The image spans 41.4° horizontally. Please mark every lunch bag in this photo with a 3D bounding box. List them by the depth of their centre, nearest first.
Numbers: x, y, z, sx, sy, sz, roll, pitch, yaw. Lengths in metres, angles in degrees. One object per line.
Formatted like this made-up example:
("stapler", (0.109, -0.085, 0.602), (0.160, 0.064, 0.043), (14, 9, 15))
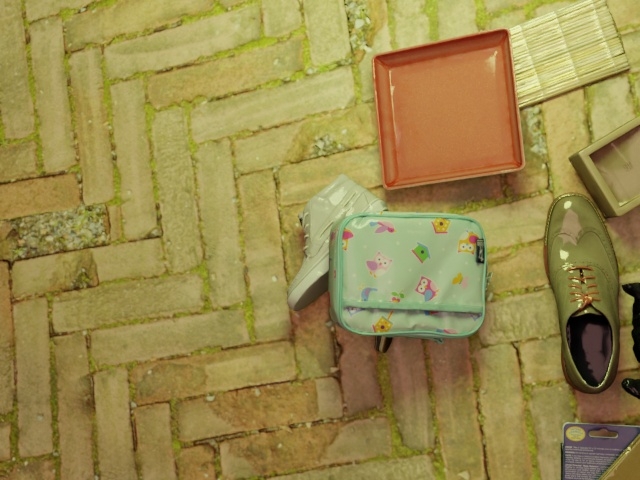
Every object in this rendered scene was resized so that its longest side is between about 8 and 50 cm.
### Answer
("lunch bag", (0.155, 0.065, 1.460), (0.279, 0.108, 0.224), (2, 85, -10))

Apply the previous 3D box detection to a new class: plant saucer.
("plant saucer", (0.230, -0.231, 1.530), (0.259, 0.048, 0.258), (-8, 83, 22))

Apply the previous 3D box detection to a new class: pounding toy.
("pounding toy", (0.561, -0.104, 1.444), (0.181, 0.094, 0.206), (-31, 88, 3))

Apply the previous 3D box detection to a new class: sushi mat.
("sushi mat", (0.386, -0.325, 1.538), (0.317, 0.019, 0.151), (-20, 79, 10))

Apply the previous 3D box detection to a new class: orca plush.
("orca plush", (0.539, 0.209, 1.377), (0.102, 0.151, 0.287), (-19, 79, 3))

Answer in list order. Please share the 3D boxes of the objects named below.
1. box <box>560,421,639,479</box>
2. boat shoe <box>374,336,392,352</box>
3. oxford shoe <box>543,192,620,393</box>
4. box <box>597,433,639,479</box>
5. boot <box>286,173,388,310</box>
("box", (0.476, 0.422, 1.430), (0.136, 0.036, 0.225), (1, 85, 12))
("boat shoe", (0.112, 0.127, 1.536), (0.049, 0.056, 0.152), (6, 76, 18))
("oxford shoe", (0.450, 0.084, 1.423), (0.123, 0.130, 0.348), (-9, 82, 11))
("box", (0.581, 0.411, 1.391), (0.201, 0.021, 0.164), (43, 86, 5))
("boot", (0.000, 0.000, 1.560), (0.123, 0.095, 0.258), (40, 85, 19))
